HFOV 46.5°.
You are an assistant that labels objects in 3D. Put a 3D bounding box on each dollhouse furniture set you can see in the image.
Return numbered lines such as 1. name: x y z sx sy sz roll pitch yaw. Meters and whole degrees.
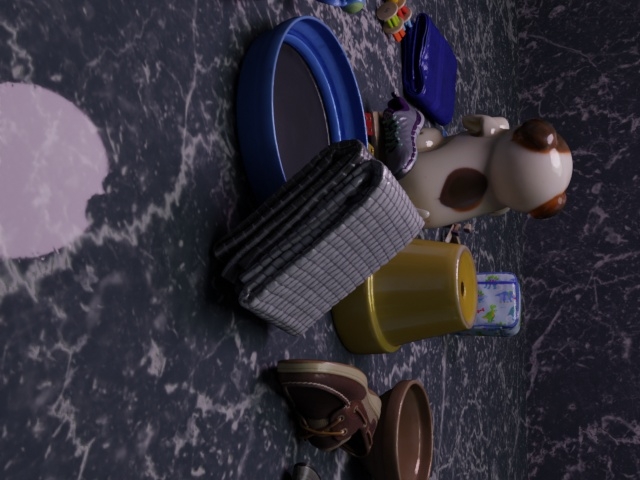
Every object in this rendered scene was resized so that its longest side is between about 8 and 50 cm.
1. dollhouse furniture set: 0.394 0.009 2.165 0.081 0.091 0.114 -61 145 -27

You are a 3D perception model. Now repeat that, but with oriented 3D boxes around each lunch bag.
1. lunch bag: 0.440 0.172 2.057 0.090 0.219 0.176 57 37 -56

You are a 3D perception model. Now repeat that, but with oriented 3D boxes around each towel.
1. towel: 0.000 0.000 1.106 0.121 0.284 0.235 50 3 26
2. towel: 0.298 -0.458 2.044 0.308 0.076 0.227 18 76 -64

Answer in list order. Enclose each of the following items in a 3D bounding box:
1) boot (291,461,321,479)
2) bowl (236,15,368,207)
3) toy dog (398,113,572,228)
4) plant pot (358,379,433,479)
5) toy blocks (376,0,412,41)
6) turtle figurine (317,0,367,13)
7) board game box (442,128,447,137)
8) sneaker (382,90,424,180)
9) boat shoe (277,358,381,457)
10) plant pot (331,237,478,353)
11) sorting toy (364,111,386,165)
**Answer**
1. boot: -0.047 0.411 1.150 0.161 0.083 0.246 -78 157 -46
2. bowl: -0.022 -0.183 1.286 0.391 0.077 0.391 -4 90 -65
3. toy dog: 0.376 -0.170 1.749 0.395 0.408 0.284 -33 115 -63
4. plant pot: 0.144 0.401 1.505 0.237 0.110 0.237 18 70 -63
5. toy blocks: 0.189 -0.544 1.830 0.148 0.054 0.123 45 46 -55
6. turtle figurine: 0.051 -0.550 1.363 0.275 0.198 0.266 -25 100 -27
7. board game box: 0.359 -0.242 2.177 0.168 0.033 0.133 52 35 -58
8. sneaker: 0.156 -0.221 1.594 0.098 0.083 0.223 42 42 -25
9. boat shoe: 0.021 0.292 1.252 0.342 0.123 0.123 56 36 -57
10. plant pot: 0.175 0.098 1.471 0.254 0.239 0.254 -4 90 -65
11. sorting toy: 0.122 -0.214 1.637 0.274 0.046 0.132 -20 104 -65
